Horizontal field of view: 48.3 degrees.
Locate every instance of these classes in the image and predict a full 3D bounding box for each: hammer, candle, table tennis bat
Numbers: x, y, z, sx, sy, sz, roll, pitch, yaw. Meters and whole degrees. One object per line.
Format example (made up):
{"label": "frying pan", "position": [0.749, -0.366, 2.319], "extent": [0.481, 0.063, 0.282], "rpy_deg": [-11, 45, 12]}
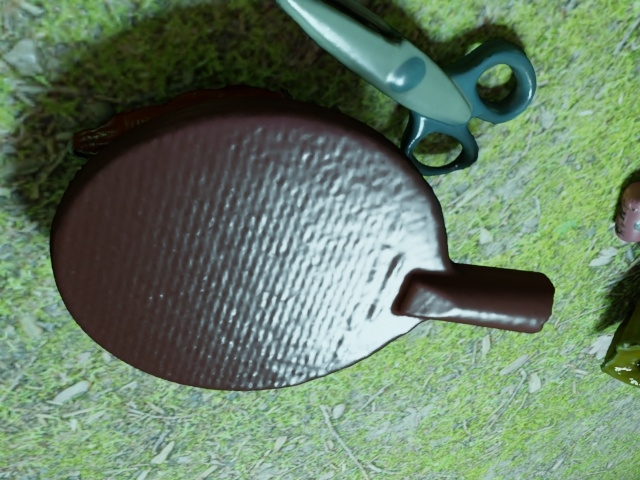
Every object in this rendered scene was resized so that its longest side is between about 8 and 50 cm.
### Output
{"label": "hammer", "position": [0.367, -0.032, 0.828], "extent": [0.043, 0.043, 0.083], "rpy_deg": [-21, 142, -8]}
{"label": "candle", "position": [-0.100, -0.082, 0.517], "extent": [0.162, 0.053, 0.048], "rpy_deg": [-10, -179, -12]}
{"label": "table tennis bat", "position": [0.004, 0.026, 0.566], "extent": [0.414, 0.051, 0.268], "rpy_deg": [9, 123, -19]}

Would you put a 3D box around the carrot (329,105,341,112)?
{"label": "carrot", "position": [0.000, 0.000, 0.633], "extent": [0.101, 0.102, 0.263], "rpy_deg": [-9, 132, -21]}

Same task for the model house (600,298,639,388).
{"label": "model house", "position": [0.535, 0.113, 0.952], "extent": [0.267, 0.173, 0.239], "rpy_deg": [-27, 153, -7]}

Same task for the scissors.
{"label": "scissors", "position": [0.064, -0.132, 0.549], "extent": [0.289, 0.041, 0.138], "rpy_deg": [19, 121, -46]}
